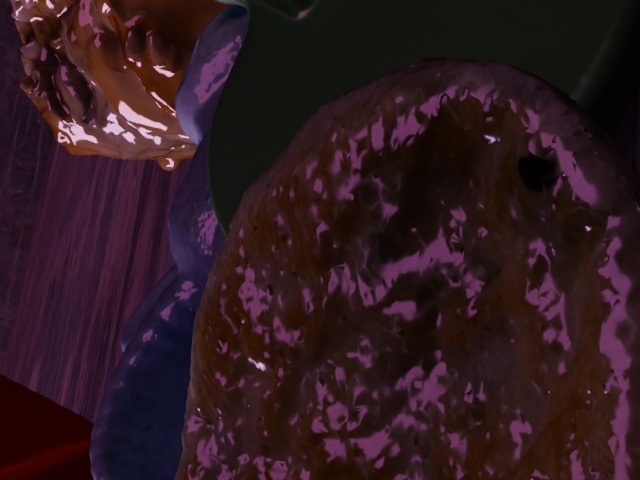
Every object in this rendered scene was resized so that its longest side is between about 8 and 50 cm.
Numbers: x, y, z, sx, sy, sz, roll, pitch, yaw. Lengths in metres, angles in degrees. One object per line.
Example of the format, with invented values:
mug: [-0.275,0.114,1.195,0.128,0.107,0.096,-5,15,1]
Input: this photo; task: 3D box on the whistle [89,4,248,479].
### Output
whistle: [0.000,0.000,0.620,0.180,0.093,0.269,-44,24,18]

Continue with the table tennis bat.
table tennis bat: [0.010,-0.069,0.582,0.160,0.039,0.257,-53,35,-1]

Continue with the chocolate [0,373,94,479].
chocolate: [-0.256,0.301,1.294,0.360,0.161,0.341,120,161,-51]

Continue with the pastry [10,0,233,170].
pastry: [-0.084,-0.163,0.993,0.311,0.162,0.255,151,120,-73]

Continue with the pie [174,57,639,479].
pie: [0.026,0.053,0.435,0.187,0.041,0.187,-8,80,54]
